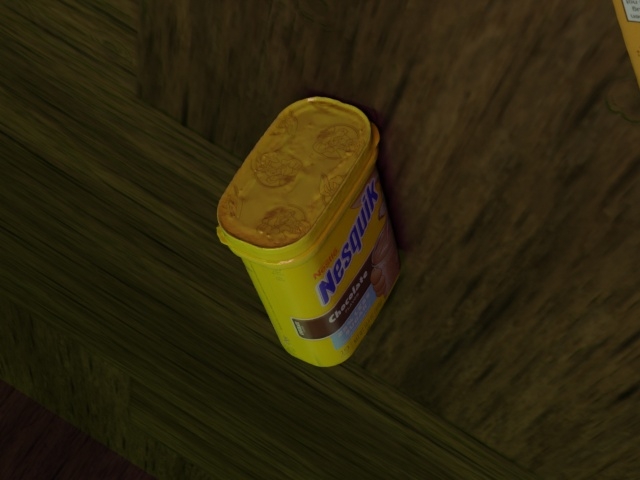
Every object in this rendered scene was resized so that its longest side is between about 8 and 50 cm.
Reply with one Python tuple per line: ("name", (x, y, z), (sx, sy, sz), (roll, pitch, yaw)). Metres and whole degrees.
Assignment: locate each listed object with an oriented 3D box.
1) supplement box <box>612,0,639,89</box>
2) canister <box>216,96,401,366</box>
("supplement box", (0.182, -0.089, 0.493), (0.080, 0.078, 0.233), (10, 145, 40))
("canister", (0.000, 0.000, 0.809), (0.073, 0.126, 0.170), (21, 154, 25))
